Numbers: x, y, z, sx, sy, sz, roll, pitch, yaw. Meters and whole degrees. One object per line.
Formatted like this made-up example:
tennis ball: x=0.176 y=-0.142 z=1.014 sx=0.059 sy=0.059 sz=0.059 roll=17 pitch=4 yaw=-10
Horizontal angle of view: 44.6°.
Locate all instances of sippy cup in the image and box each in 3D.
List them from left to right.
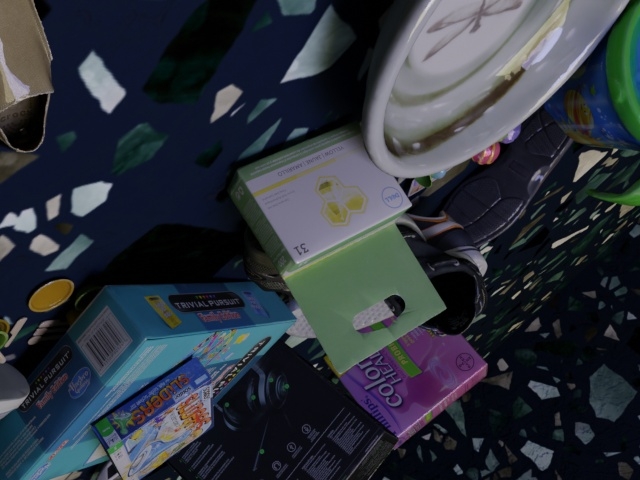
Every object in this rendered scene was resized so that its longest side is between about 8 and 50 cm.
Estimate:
sippy cup: x=0.425 y=-0.217 z=1.041 sx=0.305 sy=0.240 sz=0.224 roll=-44 pitch=-167 yaw=-12

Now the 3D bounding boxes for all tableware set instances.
tableware set: x=-0.288 y=0.080 z=0.780 sx=0.104 sy=0.024 sz=0.154 roll=-50 pitch=155 yaw=21

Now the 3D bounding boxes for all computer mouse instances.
computer mouse: x=-0.317 y=0.357 z=1.225 sx=0.193 sy=0.042 sz=0.106 roll=-38 pitch=153 yaw=10

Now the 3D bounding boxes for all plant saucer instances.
plant saucer: x=0.180 y=-0.242 z=0.814 sx=0.400 sy=0.100 sz=0.400 roll=-34 pitch=157 yaw=-16

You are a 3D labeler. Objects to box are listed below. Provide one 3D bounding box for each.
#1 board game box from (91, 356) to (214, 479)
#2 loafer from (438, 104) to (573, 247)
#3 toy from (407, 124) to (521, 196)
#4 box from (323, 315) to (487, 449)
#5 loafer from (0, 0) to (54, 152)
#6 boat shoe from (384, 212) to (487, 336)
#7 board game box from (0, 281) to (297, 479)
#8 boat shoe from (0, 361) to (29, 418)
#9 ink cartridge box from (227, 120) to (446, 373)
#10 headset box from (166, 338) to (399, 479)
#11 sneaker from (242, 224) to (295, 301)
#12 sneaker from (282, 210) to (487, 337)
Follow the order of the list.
board game box: x=-0.193 y=0.223 z=0.939 sx=0.136 sy=0.035 sz=0.201 roll=-34 pitch=160 yaw=-21
loafer: x=0.316 y=-0.093 z=1.296 sx=0.302 sy=0.109 sz=0.095 roll=-49 pitch=160 yaw=14
toy: x=0.235 y=-0.146 z=1.131 sx=0.237 sy=0.056 sz=0.137 roll=-32 pitch=157 yaw=-18
box: x=0.169 y=0.250 z=1.551 sx=0.243 sy=0.213 sz=0.117 roll=-38 pitch=158 yaw=-4
loafer: x=-0.203 y=-0.116 z=0.517 sx=0.056 sy=0.050 sz=0.148 roll=-29 pitch=155 yaw=-25
boat shoe: x=0.157 y=0.072 z=1.038 sx=0.127 sy=0.113 sz=0.340 roll=-36 pitch=146 yaw=9
board game box: x=-0.207 y=0.163 z=0.961 sx=0.254 sy=0.079 sz=0.336 roll=-46 pitch=161 yaw=16
boat shoe: x=-0.376 y=0.164 z=0.727 sx=0.081 sy=0.079 sz=0.227 roll=-50 pitch=159 yaw=12
ink cartridge box: x=0.029 y=0.001 z=0.851 sx=0.171 sy=0.235 sz=0.056 roll=-26 pitch=167 yaw=-30
headset box: x=-0.073 y=0.297 z=1.169 sx=0.246 sy=0.283 sz=0.131 roll=-51 pitch=157 yaw=-7
sneaker: x=0.000 y=0.000 z=1.003 sx=0.227 sy=0.087 sz=0.130 roll=-24 pitch=155 yaw=-27
sneaker: x=0.078 y=0.045 z=1.168 sx=0.321 sy=0.127 sz=0.126 roll=-15 pitch=146 yaw=-16
